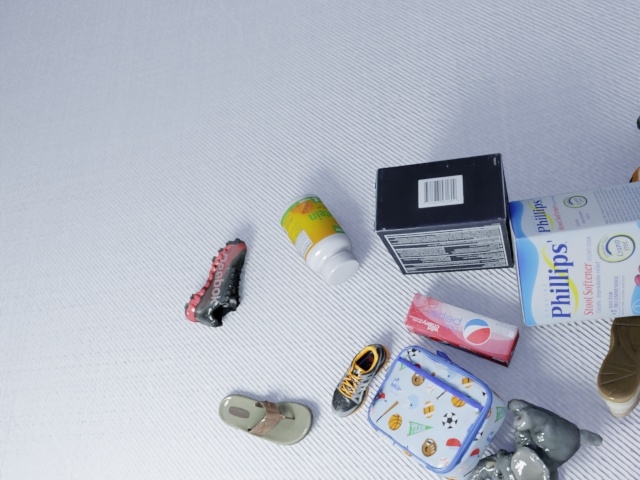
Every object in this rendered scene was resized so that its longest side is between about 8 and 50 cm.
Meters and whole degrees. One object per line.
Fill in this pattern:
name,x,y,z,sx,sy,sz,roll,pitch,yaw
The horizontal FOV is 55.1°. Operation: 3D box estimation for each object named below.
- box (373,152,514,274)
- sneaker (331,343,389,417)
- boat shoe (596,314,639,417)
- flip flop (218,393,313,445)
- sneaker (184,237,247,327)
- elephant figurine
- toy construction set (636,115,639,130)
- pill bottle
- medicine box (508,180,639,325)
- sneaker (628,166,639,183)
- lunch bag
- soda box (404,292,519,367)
box,0.310,-0.053,1.507,0.296,0.294,0.183,-5,64,19
sneaker,0.090,0.347,1.546,0.084,0.083,0.215,29,82,26
boat shoe,0.696,0.247,1.354,0.109,0.098,0.302,10,53,42
flip flop,-0.151,0.456,1.592,0.276,0.080,0.112,8,72,23
sneaker,-0.271,0.130,1.763,0.135,0.097,0.276,25,81,28
elephant figurine,0.448,0.483,1.335,0.169,0.186,0.240,23,88,-17
toy construction set,0.870,-0.238,1.442,0.214,0.151,0.328,-8,63,-7
pill bottle,0.000,0.000,1.692,0.136,0.136,0.246,-37,61,3
medicine box,0.581,0.036,1.363,0.289,0.264,0.149,-9,35,15
sneaker,0.806,-0.054,1.447,0.120,0.099,0.263,-5,73,8
lunch bag,0.256,0.379,1.408,0.303,0.115,0.243,25,81,51
soda box,0.344,0.217,1.504,0.263,0.083,0.092,17,76,25
